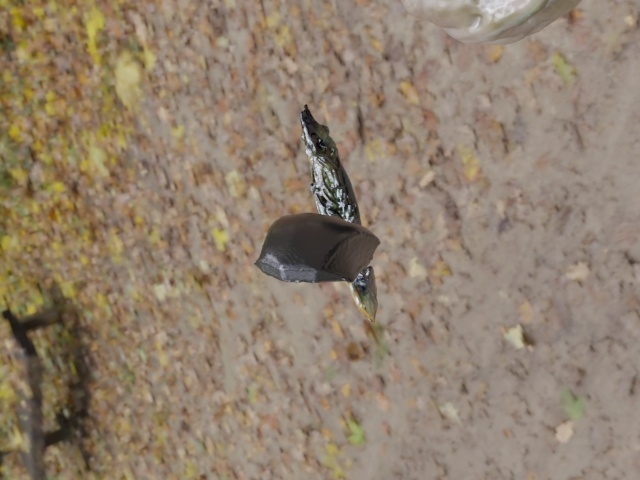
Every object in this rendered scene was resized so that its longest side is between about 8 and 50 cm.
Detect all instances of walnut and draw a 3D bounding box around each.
[{"bbox_3d":[0.199,-0.342,1.076,0.248,0.248,0.248,33,133,44],"label":"walnut"}]

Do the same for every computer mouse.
[{"bbox_3d":[0.000,0.000,0.909,0.099,0.172,0.057,6,101,22],"label":"computer mouse"}]

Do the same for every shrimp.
[{"bbox_3d":[0.029,-0.026,1.108,0.198,0.051,0.261,-124,18,-75],"label":"shrimp"}]
